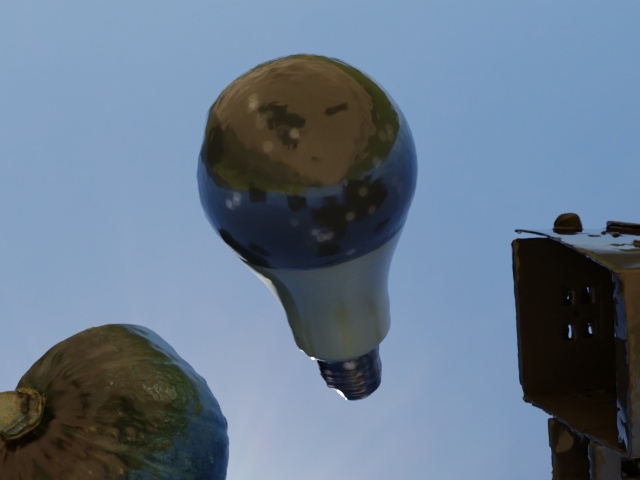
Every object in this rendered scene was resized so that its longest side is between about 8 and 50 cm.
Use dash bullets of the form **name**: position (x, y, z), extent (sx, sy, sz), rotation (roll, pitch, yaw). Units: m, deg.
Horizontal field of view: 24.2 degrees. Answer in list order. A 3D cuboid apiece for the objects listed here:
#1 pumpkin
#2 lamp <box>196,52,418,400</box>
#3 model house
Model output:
- **pumpkin**: position (-0.217, 0.247, 1.521), extent (0.197, 0.263, 0.293), rotation (37, -93, 30)
- **lamp**: position (-0.005, -0.016, 1.257), extent (0.182, 0.314, 0.182), rotation (-4, -131, 4)
- **model house**: position (0.286, 0.085, 1.066), extent (0.243, 0.204, 0.211), rotation (-6, -171, -14)
